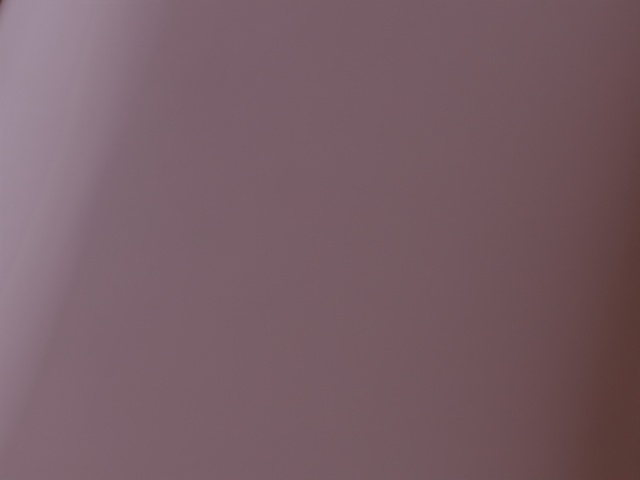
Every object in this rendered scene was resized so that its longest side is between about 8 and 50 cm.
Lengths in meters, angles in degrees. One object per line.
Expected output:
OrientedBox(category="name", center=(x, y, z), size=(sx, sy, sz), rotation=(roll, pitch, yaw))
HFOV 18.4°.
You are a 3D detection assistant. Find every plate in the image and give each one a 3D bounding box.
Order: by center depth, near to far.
OrientedBox(category="plate", center=(0.000, 0.000, 0.502), size=(0.045, 0.277, 0.278), rotation=(40, 59, -44))
